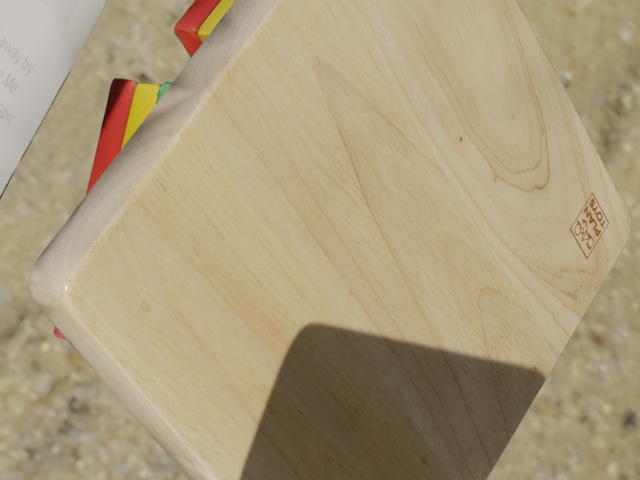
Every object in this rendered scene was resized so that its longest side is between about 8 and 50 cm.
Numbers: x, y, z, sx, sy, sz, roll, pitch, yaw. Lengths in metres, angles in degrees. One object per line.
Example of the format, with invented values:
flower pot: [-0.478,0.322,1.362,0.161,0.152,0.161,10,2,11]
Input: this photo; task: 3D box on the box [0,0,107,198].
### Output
box: [-0.088,-0.154,0.402,0.058,0.232,0.322,22,77,25]

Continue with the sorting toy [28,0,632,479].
sorting toy: [0.000,0.000,0.807,0.089,0.257,0.255,10,56,42]
